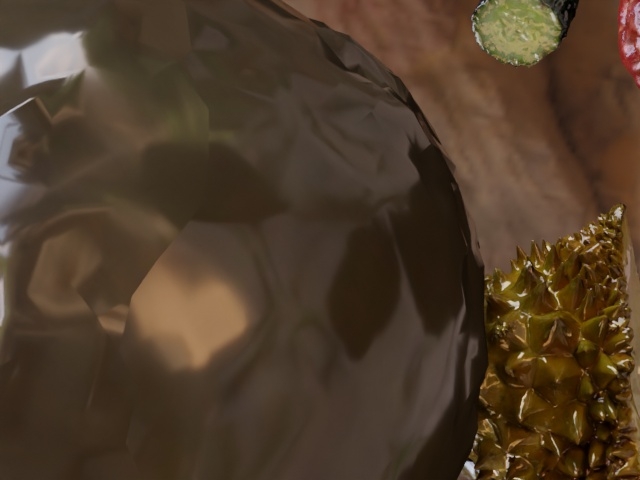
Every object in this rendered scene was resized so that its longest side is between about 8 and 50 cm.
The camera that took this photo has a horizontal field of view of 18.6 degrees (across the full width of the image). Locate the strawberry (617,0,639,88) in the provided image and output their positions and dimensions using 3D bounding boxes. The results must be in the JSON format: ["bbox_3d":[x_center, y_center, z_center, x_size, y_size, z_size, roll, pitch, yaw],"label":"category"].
[{"bbox_3d":[0.402,-0.175,1.514,0.295,0.345,0.317,-16,-64,-75],"label":"strawberry"}]

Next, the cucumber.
[{"bbox_3d":[0.171,-0.221,1.393,0.293,0.067,0.067,-64,-2,-49],"label":"cucumber"}]

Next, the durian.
[{"bbox_3d":[0.147,0.121,1.081,0.249,0.138,0.183,65,170,-2],"label":"durian"}]

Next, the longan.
[{"bbox_3d":[-0.126,0.057,0.929,0.436,0.404,0.404,-45,-7,-34],"label":"longan"}]
